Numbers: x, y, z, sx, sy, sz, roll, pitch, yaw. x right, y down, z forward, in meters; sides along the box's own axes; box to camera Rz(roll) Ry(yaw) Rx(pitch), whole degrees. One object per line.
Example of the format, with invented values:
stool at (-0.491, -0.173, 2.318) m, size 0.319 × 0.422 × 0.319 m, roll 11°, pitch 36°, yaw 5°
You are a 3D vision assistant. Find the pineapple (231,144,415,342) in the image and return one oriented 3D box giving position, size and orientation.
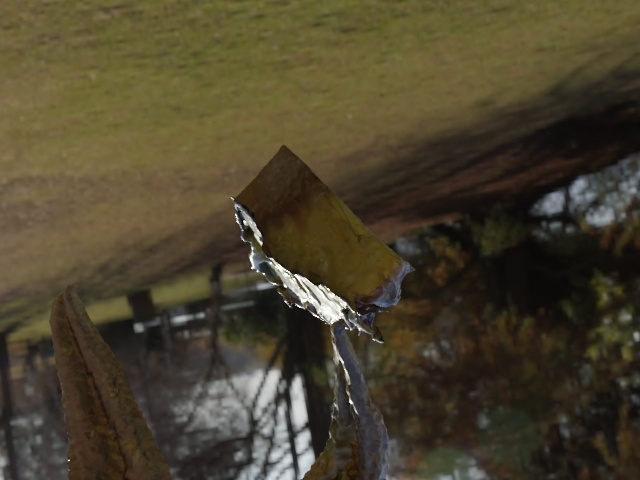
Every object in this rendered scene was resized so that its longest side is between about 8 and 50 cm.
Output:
pineapple at (0.000, 0.000, 1.098) m, size 0.114 × 0.186 × 0.236 m, roll -49°, pitch -160°, yaw -8°

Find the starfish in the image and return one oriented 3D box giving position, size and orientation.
starfish at (-0.122, 0.205, 0.654) m, size 0.398 × 0.384 × 0.132 m, roll -48°, pitch 159°, yaw -20°
